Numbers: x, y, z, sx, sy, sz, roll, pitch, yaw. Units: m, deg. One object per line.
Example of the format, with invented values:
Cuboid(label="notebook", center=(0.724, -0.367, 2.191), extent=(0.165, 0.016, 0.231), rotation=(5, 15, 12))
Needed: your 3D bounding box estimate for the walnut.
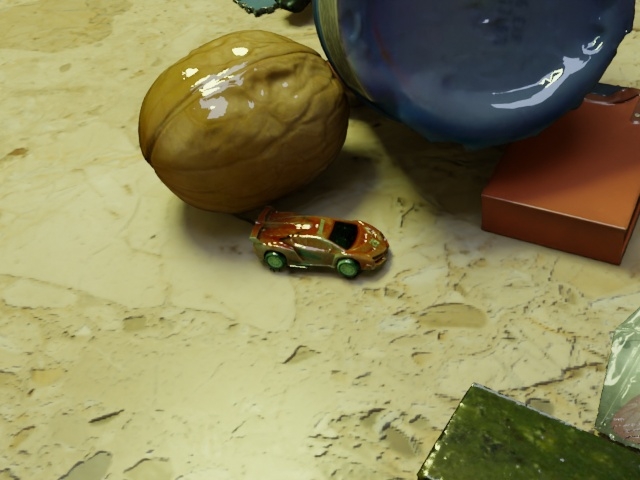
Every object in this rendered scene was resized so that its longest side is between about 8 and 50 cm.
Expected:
Cuboid(label="walnut", center=(-0.071, -0.114, 0.762), extent=(0.207, 0.167, 0.167), rotation=(-30, 47, -23))

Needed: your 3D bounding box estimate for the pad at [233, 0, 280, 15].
Cuboid(label="pad", center=(-0.042, -0.426, 1.185), extent=(0.270, 0.012, 0.269), rotation=(-26, 46, -17))

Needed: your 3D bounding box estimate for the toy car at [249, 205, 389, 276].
Cuboid(label="toy car", center=(0.000, 0.000, 0.717), extent=(0.122, 0.035, 0.059), rotation=(5, 42, 17))

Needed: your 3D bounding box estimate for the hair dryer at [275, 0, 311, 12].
Cuboid(label="hair dryer", center=(0.069, -0.393, 1.065), extent=(0.244, 0.116, 0.302), rotation=(19, 62, 27))

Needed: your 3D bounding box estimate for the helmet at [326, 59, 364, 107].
Cuboid(label="helmet", center=(0.038, -0.169, 0.876), extent=(0.084, 0.049, 0.065), rotation=(0, -2, -20))

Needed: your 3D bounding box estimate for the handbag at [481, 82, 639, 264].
Cuboid(label="handbag", center=(0.240, -0.074, 0.737), extent=(0.127, 0.062, 0.190), rotation=(15, 53, 25))

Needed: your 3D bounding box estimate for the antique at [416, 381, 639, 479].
Cuboid(label="antique", center=(0.173, 0.175, 0.471), extent=(0.221, 0.081, 0.080), rotation=(20, 52, 28))

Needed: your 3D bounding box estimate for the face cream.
Cuboid(label="face cream", center=(0.121, -0.216, 0.721), extent=(0.249, 0.248, 0.225), rotation=(-10, 19, -1))

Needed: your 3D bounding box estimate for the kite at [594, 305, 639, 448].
Cuboid(label="kite", center=(0.374, 0.125, 0.533), extent=(0.361, 0.022, 0.204), rotation=(22, 51, 34))
